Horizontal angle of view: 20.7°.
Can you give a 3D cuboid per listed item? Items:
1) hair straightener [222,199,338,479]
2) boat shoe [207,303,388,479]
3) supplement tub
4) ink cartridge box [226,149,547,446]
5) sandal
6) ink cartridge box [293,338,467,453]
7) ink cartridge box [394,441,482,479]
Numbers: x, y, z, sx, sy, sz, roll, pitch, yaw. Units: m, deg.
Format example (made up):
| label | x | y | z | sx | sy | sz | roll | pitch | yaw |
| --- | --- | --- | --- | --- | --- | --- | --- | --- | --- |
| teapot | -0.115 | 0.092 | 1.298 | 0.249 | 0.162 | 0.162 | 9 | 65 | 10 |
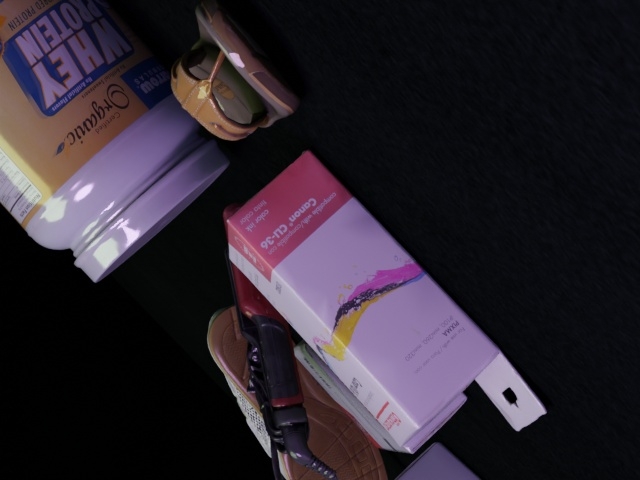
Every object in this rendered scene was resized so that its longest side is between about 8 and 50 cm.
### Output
| label | x | y | z | sx | sy | sz | roll | pitch | yaw |
| --- | --- | --- | --- | --- | --- | --- | --- | --- | --- |
| hair straightener | -0.025 | 0.082 | 1.177 | 0.089 | 0.047 | 0.230 | 92 | 163 | -50 |
| boat shoe | -0.022 | 0.180 | 1.792 | 0.277 | 0.098 | 0.096 | 58 | 170 | -7 |
| supplement tub | -0.171 | -0.086 | 1.161 | 0.200 | 0.144 | 0.144 | 48 | 171 | -1 |
| ink cartridge box | 0.035 | 0.051 | 1.011 | 0.198 | 0.067 | 0.115 | 47 | 171 | 8 |
| sandal | -0.053 | -0.081 | 0.920 | 0.072 | 0.049 | 0.180 | 49 | 171 | -4 |
| ink cartridge box | 0.039 | 0.092 | 1.207 | 0.099 | 0.056 | 0.135 | 49 | 171 | -2 |
| ink cartridge box | 0.138 | 0.265 | 1.431 | 0.127 | 0.072 | 0.175 | 38 | 167 | 46 |
